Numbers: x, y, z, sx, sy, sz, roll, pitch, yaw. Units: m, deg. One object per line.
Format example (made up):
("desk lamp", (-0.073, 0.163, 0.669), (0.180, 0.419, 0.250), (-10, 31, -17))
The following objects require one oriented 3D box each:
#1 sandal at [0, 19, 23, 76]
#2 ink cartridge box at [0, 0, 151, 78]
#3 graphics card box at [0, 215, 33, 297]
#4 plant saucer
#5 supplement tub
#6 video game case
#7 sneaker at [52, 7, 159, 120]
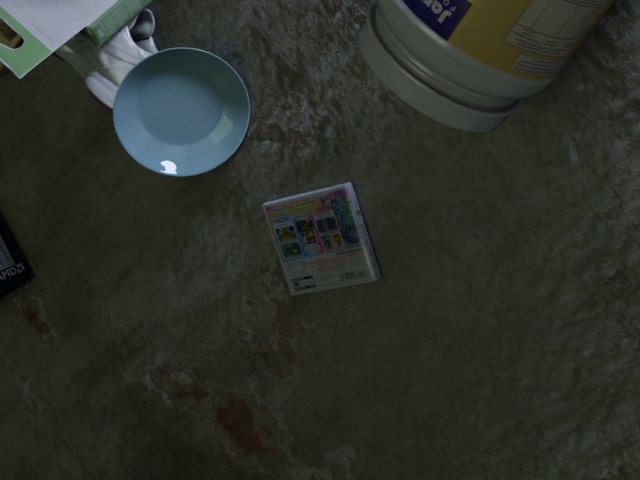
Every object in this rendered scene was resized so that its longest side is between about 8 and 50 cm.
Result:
("sandal", (-0.509, -0.348, 1.868), (0.088, 0.079, 0.240), (43, 125, 14))
("ink cartridge box", (-0.371, -0.332, 1.683), (0.171, 0.235, 0.056), (41, 168, 28))
("graphics card box", (-0.681, -0.041, 2.092), (0.233, 0.094, 0.370), (-27, 91, 38))
("plant saucer", (-0.199, -0.187, 1.693), (0.195, 0.037, 0.195), (-5, 116, -10))
("supplement tub", (0.207, -0.307, 1.292), (0.241, 0.241, 0.331), (44, 125, 14))
("video game case", (0.000, 0.000, 1.688), (0.157, 0.019, 0.143), (-12, 100, 38))
("sneaker", (-0.328, -0.312, 1.762), (0.305, 0.114, 0.152), (43, 105, 16))
